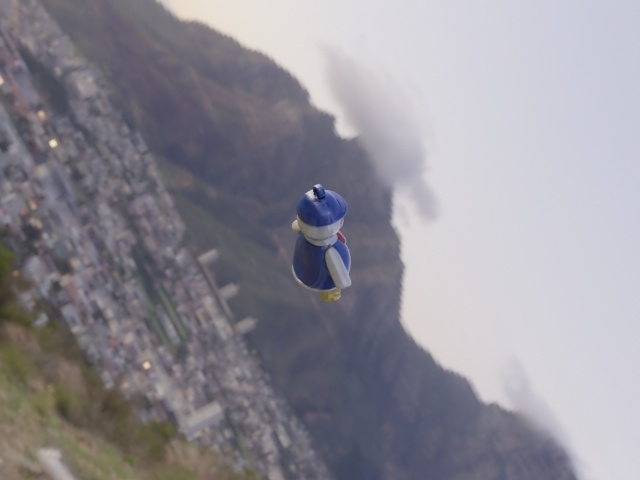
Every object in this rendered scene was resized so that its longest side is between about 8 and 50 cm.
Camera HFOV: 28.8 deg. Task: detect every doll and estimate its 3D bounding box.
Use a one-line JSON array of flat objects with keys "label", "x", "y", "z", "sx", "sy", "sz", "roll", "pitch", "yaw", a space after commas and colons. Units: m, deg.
[{"label": "doll", "x": 0.000, "y": 0.000, "z": 1.182, "sx": 0.099, "sy": 0.058, "sz": 0.143, "roll": 51, "pitch": -24, "yaw": 38}]
